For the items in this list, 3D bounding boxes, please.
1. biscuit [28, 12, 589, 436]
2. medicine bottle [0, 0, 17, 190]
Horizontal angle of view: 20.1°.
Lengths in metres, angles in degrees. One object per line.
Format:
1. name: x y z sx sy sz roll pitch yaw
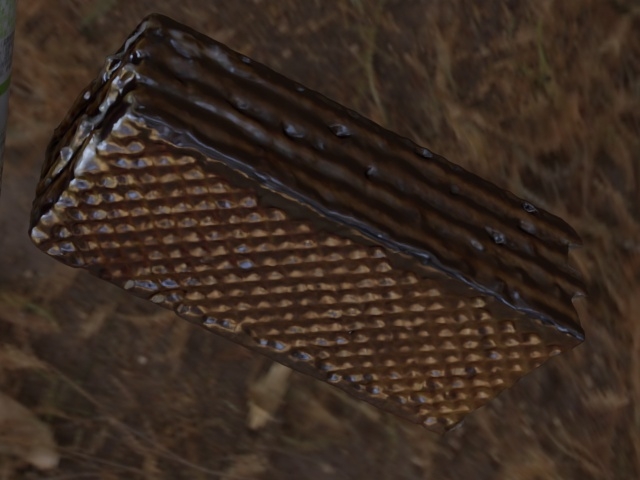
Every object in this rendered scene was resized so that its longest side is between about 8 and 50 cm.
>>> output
1. biscuit: 0.000 0.000 0.809 0.252 0.106 0.070 26 46 -22
2. medicine bottle: -0.175 -0.081 0.774 0.086 0.086 0.183 19 119 14
